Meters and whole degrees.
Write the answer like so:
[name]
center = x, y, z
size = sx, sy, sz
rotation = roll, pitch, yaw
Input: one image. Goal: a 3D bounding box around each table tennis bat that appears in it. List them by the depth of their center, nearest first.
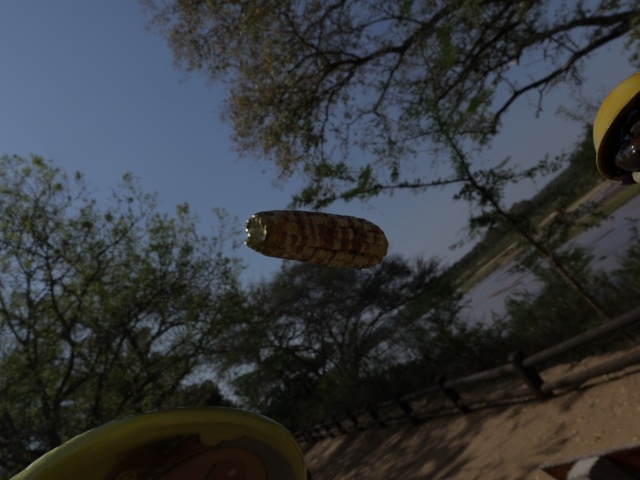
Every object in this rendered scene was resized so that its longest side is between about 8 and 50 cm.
[table tennis bat]
center = -0.158, 0.182, 0.300
size = 0.369, 0.054, 0.224
rotation = 28, -81, -38

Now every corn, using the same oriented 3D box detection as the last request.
[corn]
center = 0.000, 0.000, 0.665
size = 0.237, 0.079, 0.079
rotation = 4, -41, -46

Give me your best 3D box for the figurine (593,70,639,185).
[figurine]
center = 0.469, -0.135, 0.665
size = 0.192, 0.167, 0.257
rotation = -56, 10, 39
